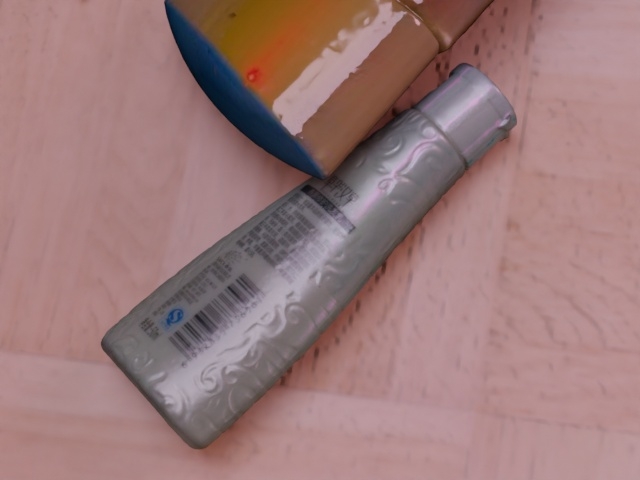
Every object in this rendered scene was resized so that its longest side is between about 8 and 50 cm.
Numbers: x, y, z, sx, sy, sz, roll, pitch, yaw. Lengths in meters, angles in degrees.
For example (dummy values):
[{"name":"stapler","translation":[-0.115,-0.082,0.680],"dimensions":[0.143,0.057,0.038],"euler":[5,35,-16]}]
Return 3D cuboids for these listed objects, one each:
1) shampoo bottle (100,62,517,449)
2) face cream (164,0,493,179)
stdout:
[{"name":"shampoo bottle","translation":[0.000,0.000,0.656],"dimensions":[0.190,0.041,0.069],"euler":[-42,50,-8]},{"name":"face cream","translation":[0.048,-0.156,0.688],"dimensions":[0.285,0.067,0.139],"euler":[-49,46,-10]}]
